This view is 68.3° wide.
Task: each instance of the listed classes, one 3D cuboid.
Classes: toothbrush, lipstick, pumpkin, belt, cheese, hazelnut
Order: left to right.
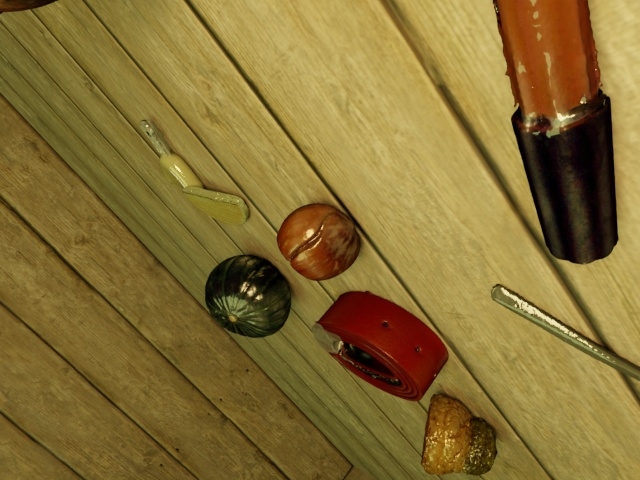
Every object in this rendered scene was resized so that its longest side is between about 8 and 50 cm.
[{"bbox_3d":[-0.387,-0.206,1.214,0.127,0.050,0.235,22,150,42],"label":"cheese"},{"bbox_3d":[-0.195,0.154,1.327,0.250,0.216,0.250,11,112,29],"label":"pumpkin"},{"bbox_3d":[0.000,0.000,0.859,0.154,0.143,0.143,48,157,-28],"label":"hazelnut"},{"bbox_3d":[0.117,0.224,1.051,0.324,0.115,0.227,14,140,46],"label":"belt"},{"bbox_3d":[0.180,-0.152,0.373,0.077,0.077,0.418,14,141,49],"label":"lipstick"},{"bbox_3d":[0.363,0.146,0.632,0.297,0.030,0.030,34,128,26],"label":"toothbrush"}]

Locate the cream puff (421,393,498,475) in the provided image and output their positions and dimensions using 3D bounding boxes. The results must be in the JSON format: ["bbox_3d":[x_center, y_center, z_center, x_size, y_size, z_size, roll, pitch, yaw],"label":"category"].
[{"bbox_3d":[0.324,0.456,1.079,0.169,0.183,0.183,8,145,14],"label":"cream puff"}]

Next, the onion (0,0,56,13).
[{"bbox_3d":[-0.316,-0.392,0.442,0.353,0.353,0.353,35,155,19],"label":"onion"}]

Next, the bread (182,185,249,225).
[{"bbox_3d":[-0.249,-0.084,1.196,0.193,0.036,0.112,15,151,28],"label":"bread"}]
